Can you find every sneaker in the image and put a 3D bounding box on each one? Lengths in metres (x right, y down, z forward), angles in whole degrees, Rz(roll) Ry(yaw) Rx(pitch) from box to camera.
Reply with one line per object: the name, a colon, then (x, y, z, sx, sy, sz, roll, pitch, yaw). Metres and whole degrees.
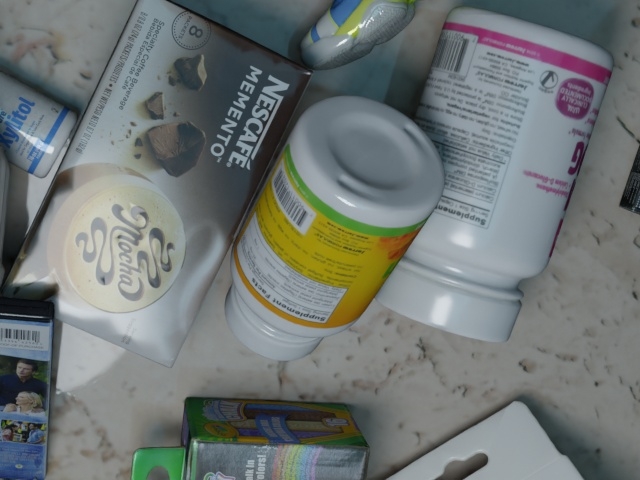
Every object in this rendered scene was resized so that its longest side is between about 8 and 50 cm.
sneaker: (0.057, -0.266, 1.216, 0.240, 0.091, 0.126, -37, 84, -1)

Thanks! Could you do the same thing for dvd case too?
dvd case: (-0.333, 0.133, 1.168, 0.180, 0.022, 0.253, 6, 137, -9)

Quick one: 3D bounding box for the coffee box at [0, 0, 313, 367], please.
coffee box: (-0.148, -0.059, 1.189, 0.168, 0.119, 0.297, 26, 94, -11)

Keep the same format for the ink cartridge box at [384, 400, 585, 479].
ink cartridge box: (0.211, 0.355, 1.257, 0.207, 0.119, 0.353, -30, 58, -3)

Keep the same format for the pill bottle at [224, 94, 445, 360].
pill bottle: (0.000, 0.000, 1.162, 0.136, 0.136, 0.245, 20, 136, -11)

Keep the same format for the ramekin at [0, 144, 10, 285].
ramekin: (-0.386, -0.047, 1.091, 0.273, 0.273, 0.127, 14, 84, -10)

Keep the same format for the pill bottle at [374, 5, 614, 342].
pill bottle: (0.154, -0.060, 1.213, 0.160, 0.160, 0.283, 16, 97, -11)

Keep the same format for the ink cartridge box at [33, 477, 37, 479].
ink cartridge box: (-0.289, 0.306, 1.232, 0.090, 0.092, 0.143, 27, 103, -12)

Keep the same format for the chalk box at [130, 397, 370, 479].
chalk box: (-0.073, 0.230, 1.243, 0.213, 0.132, 0.132, 5, 99, -8)

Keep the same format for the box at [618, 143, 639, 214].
box: (0.415, -0.094, 1.306, 0.184, 0.045, 0.190, 18, 96, -13)

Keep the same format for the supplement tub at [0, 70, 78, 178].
supplement tub: (-0.281, -0.110, 1.186, 0.107, 0.071, 0.071, 28, 94, -12)
